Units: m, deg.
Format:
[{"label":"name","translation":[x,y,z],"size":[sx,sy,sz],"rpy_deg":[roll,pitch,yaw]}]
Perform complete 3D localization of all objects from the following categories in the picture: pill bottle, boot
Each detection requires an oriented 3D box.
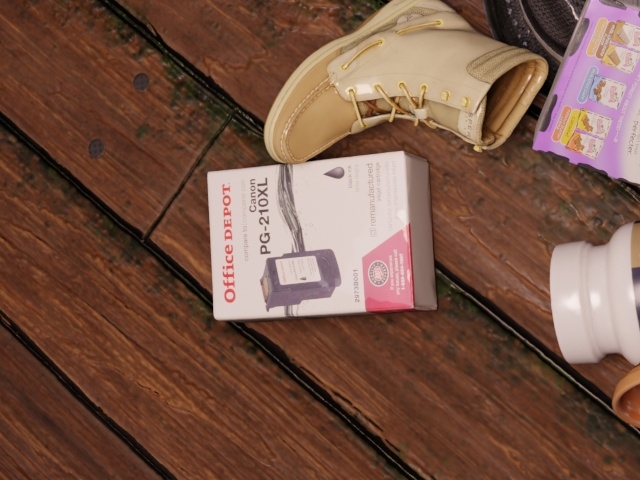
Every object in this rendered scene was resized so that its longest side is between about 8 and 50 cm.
[{"label":"pill bottle","translation":[0.370,0.049,1.397],"size":[0.265,0.153,0.153],"rpy_deg":[-8,84,20]},{"label":"boot","translation":[0.088,-0.142,1.480],"size":[0.262,0.095,0.203],"rpy_deg":[-39,49,-17]}]

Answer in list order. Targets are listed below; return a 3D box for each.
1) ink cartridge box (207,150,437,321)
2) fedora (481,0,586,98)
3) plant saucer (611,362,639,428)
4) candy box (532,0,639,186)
[{"label":"ink cartridge box","translation":[0.000,0.000,1.572],"size":[0.237,0.100,0.172],"rpy_deg":[-5,85,21]},{"label":"fedora","translation":[0.290,-0.301,1.442],"size":[0.334,0.152,0.334],"rpy_deg":[-2,84,24]},{"label":"plant saucer","translation":[0.385,0.144,1.373],"size":[0.200,0.200,0.037],"rpy_deg":[-6,62,21]},{"label":"candy box","translation":[0.324,-0.137,1.350],"size":[0.196,0.070,0.165],"rpy_deg":[21,116,3]}]
